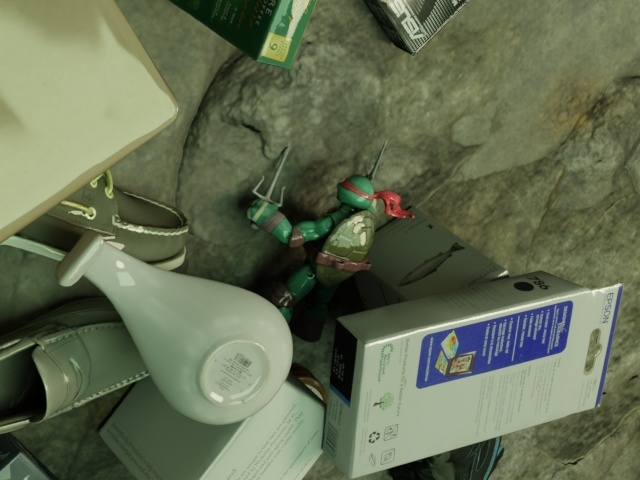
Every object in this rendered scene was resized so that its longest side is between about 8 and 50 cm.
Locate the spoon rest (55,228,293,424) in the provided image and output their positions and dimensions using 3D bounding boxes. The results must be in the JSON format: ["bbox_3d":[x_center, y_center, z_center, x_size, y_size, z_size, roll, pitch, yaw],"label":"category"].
[{"bbox_3d":[-0.135,0.075,1.351,0.137,0.084,0.276,-49,124,0],"label":"spoon rest"}]

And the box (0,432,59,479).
[{"bbox_3d":[-0.329,0.333,1.529,0.183,0.059,0.233,-42,130,-9],"label":"box"}]

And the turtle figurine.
[{"bbox_3d":[0.000,0.000,1.545,0.175,0.118,0.234,11,111,-39],"label":"turtle figurine"}]

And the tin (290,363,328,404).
[{"bbox_3d":[-0.056,0.234,1.683,0.106,0.040,0.190,11,108,-34],"label":"tin"}]

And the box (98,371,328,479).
[{"bbox_3d":[-0.106,0.196,1.528,0.182,0.181,0.119,-52,131,-1],"label":"box"}]

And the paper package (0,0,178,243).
[{"bbox_3d":[-0.331,-0.137,1.146,0.325,0.168,0.309,-35,108,-13],"label":"paper package"}]

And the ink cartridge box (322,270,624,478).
[{"bbox_3d":[0.162,0.131,1.519,0.332,0.065,0.165,-9,119,-29],"label":"ink cartridge box"}]

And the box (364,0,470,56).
[{"bbox_3d":[0.107,-0.318,1.491,0.184,0.045,0.191,-46,131,-9],"label":"box"}]

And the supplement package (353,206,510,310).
[{"bbox_3d":[0.127,0.059,1.618,0.105,0.179,0.105,-33,129,-17],"label":"supplement package"}]

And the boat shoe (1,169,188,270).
[{"bbox_3d":[-0.247,-0.040,1.352,0.305,0.109,0.091,12,112,-35],"label":"boat shoe"}]

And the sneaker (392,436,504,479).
[{"bbox_3d":[0.143,0.218,1.747,0.139,0.125,0.341,-43,151,-17],"label":"sneaker"}]

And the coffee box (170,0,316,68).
[{"bbox_3d":[-0.066,-0.237,1.320,0.040,0.184,0.113,12,107,-37],"label":"coffee box"}]

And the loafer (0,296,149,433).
[{"bbox_3d":[-0.277,0.135,1.422,0.319,0.111,0.112,-15,122,-28],"label":"loafer"}]
